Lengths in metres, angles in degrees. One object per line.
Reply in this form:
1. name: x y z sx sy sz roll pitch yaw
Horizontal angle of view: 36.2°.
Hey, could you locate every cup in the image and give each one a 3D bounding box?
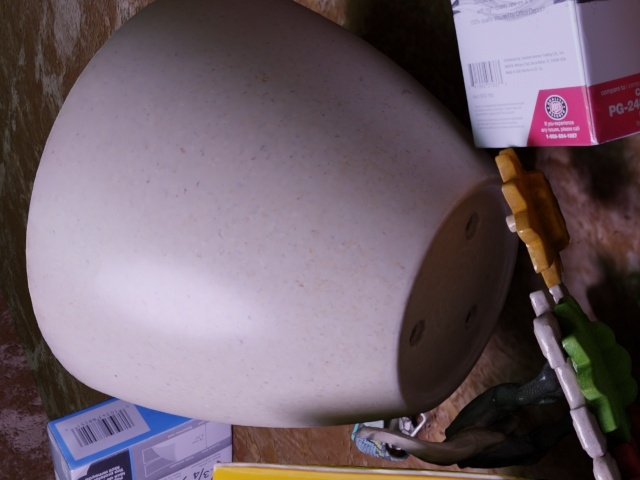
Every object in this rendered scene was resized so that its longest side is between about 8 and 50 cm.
1. cup: 0.000 0.000 0.700 0.237 0.331 0.331 20 126 30

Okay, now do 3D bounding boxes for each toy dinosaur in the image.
1. toy dinosaur: 0.125 0.122 0.652 0.268 0.118 0.064 26 -137 -64

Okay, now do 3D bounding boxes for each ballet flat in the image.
1. ballet flat: 0.074 0.129 0.876 0.070 0.070 0.188 50 148 38

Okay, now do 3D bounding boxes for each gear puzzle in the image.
1. gear puzzle: 0.181 0.098 0.575 0.044 0.175 0.339 -24 82 19

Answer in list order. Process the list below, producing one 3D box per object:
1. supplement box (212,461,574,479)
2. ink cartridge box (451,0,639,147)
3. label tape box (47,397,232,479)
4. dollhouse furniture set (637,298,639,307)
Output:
1. supplement box: 0.050 0.321 0.595 0.195 0.194 0.356 -4 75 27
2. ink cartridge box: 0.134 -0.134 0.580 0.109 0.063 0.150 9 113 61
3. label tape box: -0.254 0.369 1.442 0.106 0.241 0.333 44 143 42
4. dollhouse furniture set: 0.223 -0.004 0.491 0.076 0.059 0.151 60 151 24
